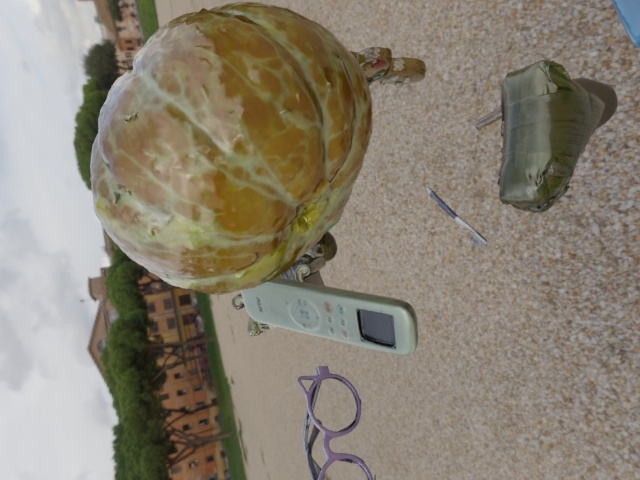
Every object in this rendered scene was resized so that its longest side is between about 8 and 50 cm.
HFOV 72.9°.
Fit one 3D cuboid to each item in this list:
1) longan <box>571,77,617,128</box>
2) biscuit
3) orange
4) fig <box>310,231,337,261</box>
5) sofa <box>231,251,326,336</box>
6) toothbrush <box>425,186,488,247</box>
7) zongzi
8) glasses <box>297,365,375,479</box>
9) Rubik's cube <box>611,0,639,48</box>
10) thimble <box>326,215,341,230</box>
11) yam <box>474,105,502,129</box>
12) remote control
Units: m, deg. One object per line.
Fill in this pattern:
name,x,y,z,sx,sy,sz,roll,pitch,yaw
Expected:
longan,0.913,-0.471,1.526,0.220,0.196,0.196,34,137,35
biscuit,0.066,-0.336,0.853,0.197,0.302,0.049,-146,57,-71
orange,-0.092,-0.098,0.492,0.249,0.329,0.329,33,146,15
fig,0.000,0.000,1.532,0.109,0.103,0.154,30,143,64
sofa,-0.112,0.134,1.246,0.182,0.258,0.200,64,-166,1
toothbrush,0.334,-0.065,1.096,0.024,0.026,0.288,63,-179,-37
zongzi,0.577,-0.221,1.040,0.160,0.360,0.323,12,98,55
glasses,-0.004,0.201,0.413,0.104,0.063,0.140,131,138,-51
Rubik's cube,0.763,-0.600,0.768,0.351,0.347,0.352,-68,-45,-88
thimble,-0.037,-0.114,1.420,0.150,0.219,0.219,-34,67,56
yam,0.692,-0.491,1.680,0.264,0.046,0.046,163,96,-74
remote control,0.002,0.108,0.665,0.310,0.038,0.090,7,117,33
